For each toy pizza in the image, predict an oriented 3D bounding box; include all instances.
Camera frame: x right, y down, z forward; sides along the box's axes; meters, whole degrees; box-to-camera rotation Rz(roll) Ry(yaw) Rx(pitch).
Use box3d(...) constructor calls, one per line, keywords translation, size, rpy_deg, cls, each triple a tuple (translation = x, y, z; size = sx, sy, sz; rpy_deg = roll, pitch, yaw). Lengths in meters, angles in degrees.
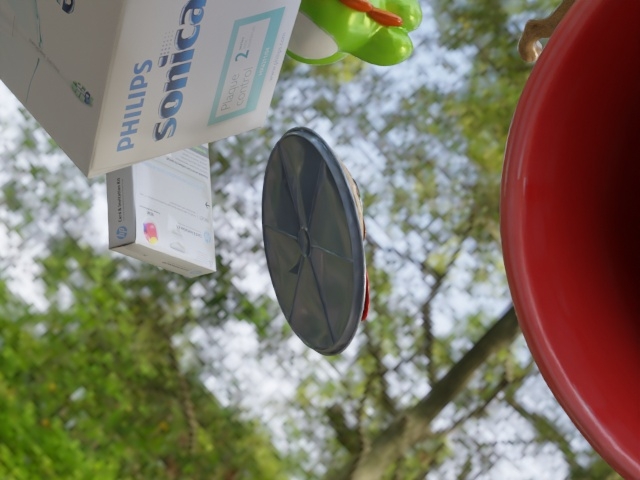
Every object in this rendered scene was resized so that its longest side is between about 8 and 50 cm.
box3d(translation=(0.000, 0.000, 1.311), size=(0.201, 0.032, 0.201), rpy_deg=(171, -90, -66), cls="toy pizza")

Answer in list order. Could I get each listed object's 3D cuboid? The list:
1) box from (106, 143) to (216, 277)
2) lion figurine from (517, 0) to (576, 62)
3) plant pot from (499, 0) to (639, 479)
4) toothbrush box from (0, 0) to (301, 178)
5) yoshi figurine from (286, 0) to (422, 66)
box3d(translation=(-0.166, -0.066, 1.570), size=(0.038, 0.186, 0.145), rpy_deg=(-15, -20, 27), cls="box")
box3d(translation=(0.384, -0.253, 1.820), size=(0.392, 0.142, 0.240), rpy_deg=(16, -9, -30), cls="lion figurine")
box3d(translation=(0.240, -0.012, 0.644), size=(0.275, 0.243, 0.275), rpy_deg=(1, -88, 22), cls="plant pot")
box3d(translation=(-0.137, -0.213, 0.800), size=(0.295, 0.126, 0.216), rpy_deg=(46, -43, 29), cls="toothbrush box")
box3d(translation=(-0.078, -0.264, 1.548), size=(0.362, 0.203, 0.203), rpy_deg=(20, -56, -19), cls="yoshi figurine")
